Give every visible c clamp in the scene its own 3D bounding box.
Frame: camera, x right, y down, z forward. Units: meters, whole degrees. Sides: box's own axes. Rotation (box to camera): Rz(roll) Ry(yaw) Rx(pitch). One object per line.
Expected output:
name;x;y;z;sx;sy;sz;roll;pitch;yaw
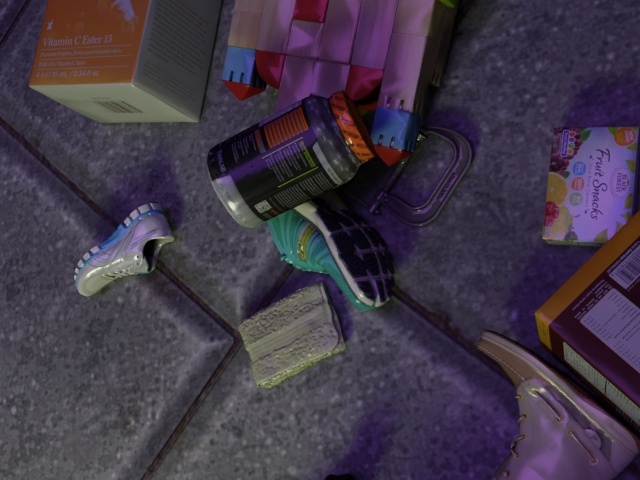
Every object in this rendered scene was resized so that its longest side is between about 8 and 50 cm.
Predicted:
c clamp;0.121;-0.091;1.085;0.137;0.022;0.160;42;99;29

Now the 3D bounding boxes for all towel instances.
towel;-0.041;0.129;1.112;0.148;0.027;0.110;-29;65;18

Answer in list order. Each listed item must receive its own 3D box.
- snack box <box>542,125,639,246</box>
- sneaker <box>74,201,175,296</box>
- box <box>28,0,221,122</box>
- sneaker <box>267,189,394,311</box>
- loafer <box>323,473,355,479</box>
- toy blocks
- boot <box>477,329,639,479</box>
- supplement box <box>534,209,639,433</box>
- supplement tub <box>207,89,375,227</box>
snack box;0.324;-0.064;0.965;0.100;0.037;0.141;3;79;26
sneaker;-0.301;0.031;1.248;0.191;0.071;0.083;-44;68;12
box;-0.292;-0.376;1.283;0.215;0.168;0.345;4;79;28
sneaker;0.000;0.000;1.098;0.275;0.107;0.110;50;121;32
loafer;-0.024;0.385;1.010;0.078;0.080;0.220;25;90;29
toy blocks;0.018;-0.252;1.106;0.381;0.191;0.261;15;97;24
boot;0.231;0.219;0.920;0.213;0.077;0.165;39;97;21
supplement box;0.363;0.092;0.834;0.191;0.129;0.194;-43;62;-3
supplement tub;-0.035;-0.104;1.008;0.190;0.117;0.117;-25;68;13
